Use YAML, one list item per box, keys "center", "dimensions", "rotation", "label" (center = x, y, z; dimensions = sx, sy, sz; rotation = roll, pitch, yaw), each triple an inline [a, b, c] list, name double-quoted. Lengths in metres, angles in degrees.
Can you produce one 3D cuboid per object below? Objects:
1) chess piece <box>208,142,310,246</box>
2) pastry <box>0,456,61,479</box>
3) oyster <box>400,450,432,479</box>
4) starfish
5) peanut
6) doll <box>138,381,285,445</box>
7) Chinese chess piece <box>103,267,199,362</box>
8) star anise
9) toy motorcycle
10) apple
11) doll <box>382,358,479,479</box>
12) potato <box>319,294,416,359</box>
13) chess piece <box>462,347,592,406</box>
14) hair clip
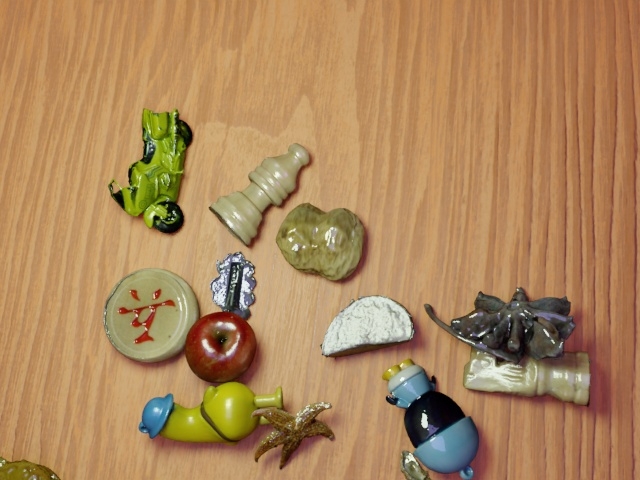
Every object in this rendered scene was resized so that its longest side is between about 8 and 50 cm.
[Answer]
- center: [-0.143, -0.141, 1.758]
  dimensions: [0.307, 0.124, 0.138]
  rotation: [-45, 48, -10]
  label: "chess piece"
- center: [-0.752, 0.669, 1.600]
  dimensions: [0.235, 0.132, 0.240]
  rotation: [14, 71, 16]
  label: "pastry"
- center: [0.232, 0.569, 1.609]
  dimensions: [0.080, 0.038, 0.083]
  rotation: [8, 46, -19]
  label: "oyster"
- center: [-0.072, 0.467, 1.582]
  dimensions: [0.240, 0.043, 0.227]
  rotation: [31, 99, -27]
  label: "starfish"
- center: [0.000, 0.000, 1.709]
  dimensions: [0.232, 0.110, 0.197]
  rotation: [11, 83, 6]
  label: "peanut"
- center: [-0.268, 0.442, 1.598]
  dimensions: [0.362, 0.145, 0.200]
  rotation: [-7, 115, -2]
  label: "doll"
- center: [-0.441, 0.196, 1.696]
  dimensions: [0.249, 0.103, 0.250]
  rotation: [-1, 78, 5]
  label: "Chinese chess piece"
- center: [0.466, 0.209, 1.589]
  dimensions: [0.315, 0.359, 0.139]
  rotation: [-10, 111, -19]
  label: "star anise"
- center: [-0.465, -0.195, 1.772]
  dimensions: [0.206, 0.142, 0.343]
  rotation: [13, 74, -32]
  label: "toy motorcycle"
- center: [-0.250, 0.270, 1.629]
  dimensions: [0.180, 0.168, 0.181]
  rotation: [1, 66, -2]
  label: "apple"
- center: [0.272, 0.440, 1.576]
  dimensions: [0.177, 0.141, 0.314]
  rotation: [-17, 60, -31]
  label: "doll"
- center: [0.117, 0.218, 1.658]
  dimensions: [0.243, 0.098, 0.138]
  rotation: [-12, 73, 7]
  label: "potato"
- center: [0.508, 0.331, 1.606]
  dimensions: [0.300, 0.137, 0.137]
  rotation: [2, 77, 15]
  label: "chess piece"
- center: [-0.236, 0.122, 1.728]
  dimensions: [0.124, 0.052, 0.196]
  rotation: [2, 72, -2]
  label: "hair clip"
